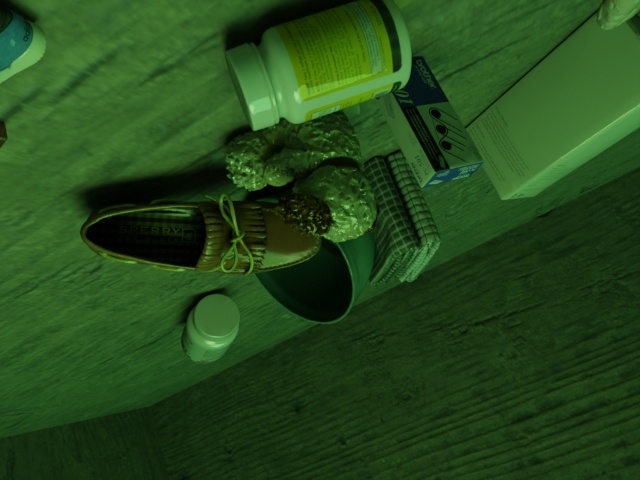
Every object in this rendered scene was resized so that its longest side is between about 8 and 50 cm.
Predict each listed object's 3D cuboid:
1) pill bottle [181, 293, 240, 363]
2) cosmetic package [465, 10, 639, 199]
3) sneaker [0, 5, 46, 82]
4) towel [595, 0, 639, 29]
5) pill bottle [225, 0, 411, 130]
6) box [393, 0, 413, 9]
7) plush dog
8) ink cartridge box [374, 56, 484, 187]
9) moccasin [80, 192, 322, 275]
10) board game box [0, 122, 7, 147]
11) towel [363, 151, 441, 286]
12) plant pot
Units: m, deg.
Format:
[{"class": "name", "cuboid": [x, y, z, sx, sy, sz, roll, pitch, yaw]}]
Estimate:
[{"class": "pill bottle", "cuboid": [-0.347, 0.280, 1.495, 0.160, 0.161, 0.283, -13, 160, -27]}, {"class": "cosmetic package", "cuboid": [0.501, -0.260, 0.963, 0.155, 0.197, 0.365, -7, 157, -40]}, {"class": "sneaker", "cuboid": [-0.338, -0.163, 0.429, 0.152, 0.058, 0.084, -31, 166, 10]}, {"class": "towel", "cuboid": [0.473, -0.425, 0.512, 0.317, 0.053, 0.332, -45, 167, 10]}, {"class": "pill bottle", "cuboid": [-0.003, -0.217, 0.590, 0.208, 0.119, 0.119, -21, 162, -8]}, {"class": "box", "cuboid": [0.128, -0.360, 0.508, 0.164, 0.021, 0.201, -28, 161, 13]}, {"class": "plush dog", "cuboid": [0.013, -0.103, 0.756, 0.262, 0.226, 0.210, -3, 153, -46]}, {"class": "ink cartridge box", "cuboid": [0.157, -0.186, 0.727, 0.097, 0.207, 0.046, -14, 160, -25]}, {"class": "moccasin", "cuboid": [-0.182, -0.012, 0.775, 0.379, 0.139, 0.147, 8, -176, -13]}, {"class": "board game box", "cuboid": [-0.495, -0.102, 0.465, 0.145, 0.027, 0.281, -34, 159, 26]}, {"class": "towel", "cuboid": [0.158, -0.035, 1.114, 0.121, 0.235, 0.284, -17, 159, -12]}, {"class": "plant pot", "cuboid": [0.000, 0.000, 1.008, 0.196, 0.293, 0.293, -40, 176, -41]}]
